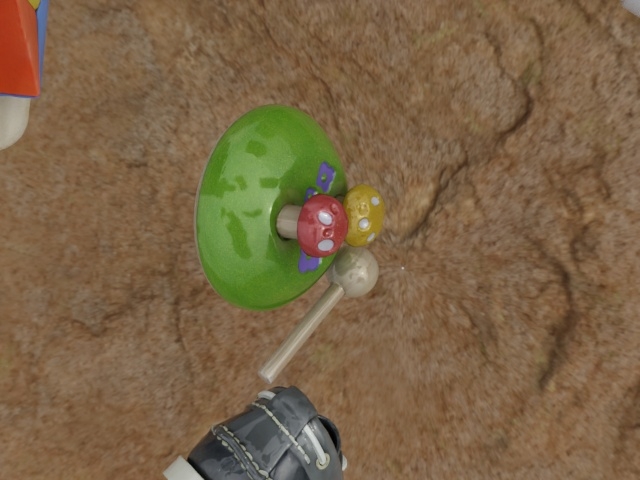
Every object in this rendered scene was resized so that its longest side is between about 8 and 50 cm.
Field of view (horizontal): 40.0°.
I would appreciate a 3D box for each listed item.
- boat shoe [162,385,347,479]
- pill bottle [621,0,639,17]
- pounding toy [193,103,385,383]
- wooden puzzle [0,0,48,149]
[{"bbox_3d":[-0.011,0.140,0.497,0.084,0.233,0.079,34,76,22],"label":"boat shoe"},{"bbox_3d":[0.226,-0.377,0.851,0.363,0.210,0.210,34,91,4],"label":"pill bottle"},{"bbox_3d":[0.000,0.000,0.761,0.110,0.237,0.183,11,46,35],"label":"pounding toy"},{"bbox_3d":[-0.214,-0.230,0.524,0.081,0.348,0.322,5,88,0],"label":"wooden puzzle"}]
